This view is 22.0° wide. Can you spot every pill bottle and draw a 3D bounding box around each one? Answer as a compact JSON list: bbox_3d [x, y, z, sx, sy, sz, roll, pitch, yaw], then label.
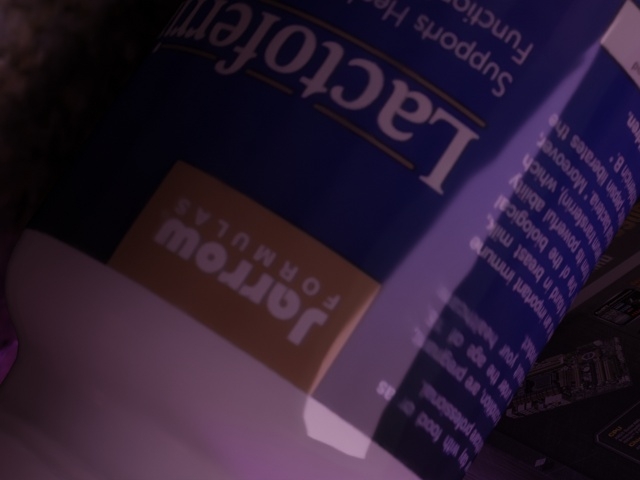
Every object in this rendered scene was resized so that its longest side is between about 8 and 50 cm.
[{"bbox_3d":[0.000,0.000,0.505,0.265,0.153,0.153,-57,138,-10],"label":"pill bottle"}]

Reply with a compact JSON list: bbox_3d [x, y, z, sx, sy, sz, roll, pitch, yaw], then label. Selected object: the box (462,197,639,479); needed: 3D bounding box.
[{"bbox_3d":[0.150,0.052,0.661,0.231,0.183,0.056,-30,126,-34],"label":"box"}]
